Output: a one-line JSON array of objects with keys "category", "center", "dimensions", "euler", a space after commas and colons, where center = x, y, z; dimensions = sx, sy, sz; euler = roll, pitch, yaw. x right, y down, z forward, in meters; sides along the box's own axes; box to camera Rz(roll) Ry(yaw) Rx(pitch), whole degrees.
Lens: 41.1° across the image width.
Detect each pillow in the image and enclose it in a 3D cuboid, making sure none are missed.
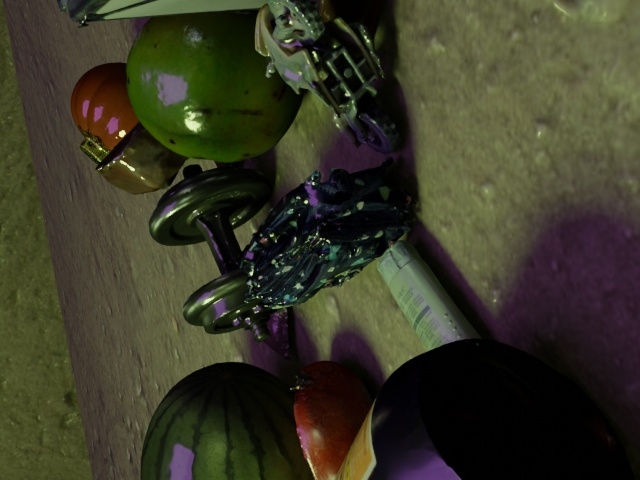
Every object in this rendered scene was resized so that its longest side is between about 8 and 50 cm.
[{"category": "pillow", "center": [-0.103, 0.114, 1.395], "dimensions": [0.185, 0.043, 0.118], "euler": [28, 124, 55]}]

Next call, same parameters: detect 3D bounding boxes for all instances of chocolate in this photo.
[{"category": "chocolate", "center": [-0.225, -0.152, 1.257], "dimensions": [0.093, 0.214, 0.148], "euler": [42, 160, -16]}]

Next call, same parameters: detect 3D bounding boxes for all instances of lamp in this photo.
[{"category": "lamp", "center": [-0.333, -0.214, 1.508], "dimensions": [0.223, 0.196, 0.223], "euler": [36, 167, 10]}]

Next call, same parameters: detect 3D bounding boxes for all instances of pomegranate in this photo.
[{"category": "pomegranate", "center": [-0.121, -0.248, 1.092], "dimensions": [0.236, 0.236, 0.302], "euler": [30, 108, 54]}]

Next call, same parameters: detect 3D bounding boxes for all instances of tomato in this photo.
[{"category": "tomato", "center": [0.035, 0.251, 1.158], "dimensions": [0.189, 0.099, 0.173], "euler": [-67, -45, -70]}]

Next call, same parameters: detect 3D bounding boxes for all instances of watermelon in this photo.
[{"category": "watermelon", "center": [-0.134, 0.365, 1.321], "dimensions": [0.279, 0.279, 0.359], "euler": [21, 119, 57]}]

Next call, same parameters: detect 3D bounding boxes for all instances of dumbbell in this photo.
[{"category": "dumbbell", "center": [-0.136, 0.014, 1.253], "dimensions": [0.290, 0.192, 0.192], "euler": [65, 150, 17]}]

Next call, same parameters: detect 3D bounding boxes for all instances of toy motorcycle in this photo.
[{"category": "toy motorcycle", "center": [0.005, -0.192, 0.959], "dimensions": [0.229, 0.094, 0.130], "euler": [51, 162, -29]}]

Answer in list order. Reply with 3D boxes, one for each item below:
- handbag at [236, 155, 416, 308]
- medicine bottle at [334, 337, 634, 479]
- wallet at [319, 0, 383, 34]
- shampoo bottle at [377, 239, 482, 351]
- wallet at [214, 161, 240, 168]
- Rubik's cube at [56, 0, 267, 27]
[{"category": "handbag", "center": [0.000, 0.000, 1.029], "dimensions": [0.260, 0.162, 0.113], "euler": [-46, 61, 55]}, {"category": "medicine bottle", "center": [0.106, 0.294, 0.836], "dimensions": [0.242, 0.242, 0.395], "euler": [57, 137, 32]}, {"category": "wallet", "center": [0.041, -0.284, 0.965], "dimensions": [0.095, 0.026, 0.176], "euler": [49, 143, 31]}, {"category": "shampoo bottle", "center": [0.135, 0.094, 0.942], "dimensions": [0.212, 0.049, 0.072], "euler": [59, 149, 28]}, {"category": "wallet", "center": [-0.140, -0.214, 1.326], "dimensions": [0.137, 0.031, 0.255], "euler": [59, 149, 25]}, {"category": "Rubik's cube", "center": [-0.103, -0.407, 0.825], "dimensions": [0.310, 0.307, 0.305], "euler": [-16, 91, 48]}]
